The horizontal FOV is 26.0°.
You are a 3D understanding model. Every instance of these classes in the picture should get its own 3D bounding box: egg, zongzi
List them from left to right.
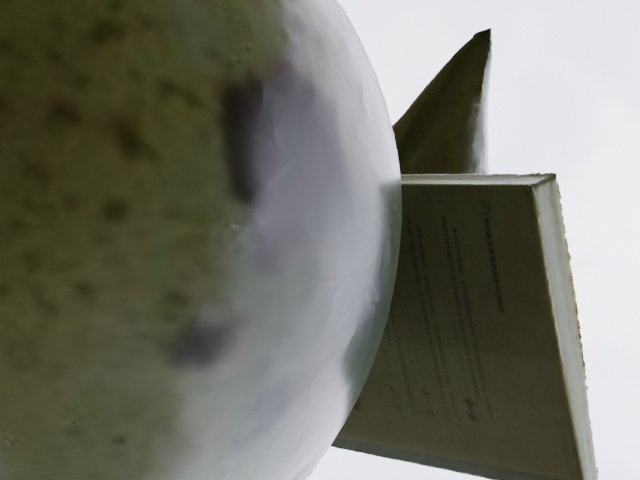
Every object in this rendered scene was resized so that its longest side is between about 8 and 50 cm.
[{"bbox_3d":[-0.123,0.001,0.797,0.345,0.345,0.428,19,-54,42],"label":"egg"},{"bbox_3d":[0.000,0.000,1.325,0.174,0.356,0.393,-133,-140,-72],"label":"zongzi"}]

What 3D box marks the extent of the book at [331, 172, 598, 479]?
[{"bbox_3d":[0.052,0.057,0.935,0.282,0.025,0.215,5,-68,44],"label":"book"}]
